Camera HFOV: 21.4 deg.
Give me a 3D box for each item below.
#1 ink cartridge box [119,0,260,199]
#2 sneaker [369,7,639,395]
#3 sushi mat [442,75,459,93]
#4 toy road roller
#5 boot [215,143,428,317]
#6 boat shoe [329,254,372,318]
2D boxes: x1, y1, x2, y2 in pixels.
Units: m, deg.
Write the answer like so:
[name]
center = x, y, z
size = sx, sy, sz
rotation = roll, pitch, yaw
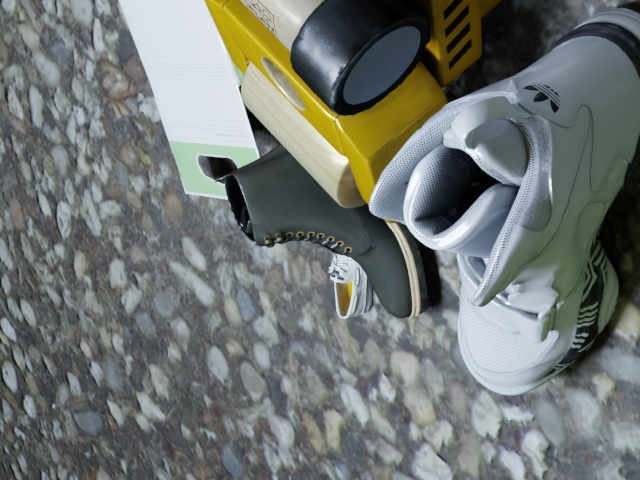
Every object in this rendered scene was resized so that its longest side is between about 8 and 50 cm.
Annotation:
[ink cartridge box]
center = -0.105, -0.155, 1.590
size = 0.171, 0.056, 0.235
rotation = 9, 124, 55
[sneaker]
center = 0.131, 0.002, 1.268
size = 0.137, 0.210, 0.366
rotation = 44, 139, 27
[sushi mat]
center = -0.006, -0.207, 1.482
size = 0.316, 0.019, 0.151
rotation = 50, 142, 19
[toy road roller]
center = 0.053, -0.191, 1.295
size = 0.202, 0.240, 0.329
rotation = 48, 170, 22
[boot]
center = 0.000, 0.000, 1.476
size = 0.198, 0.137, 0.077
rotation = 64, 156, -6
[boat shoe]
center = 0.025, 0.027, 1.559
size = 0.035, 0.035, 0.100
rotation = 26, 129, 41
